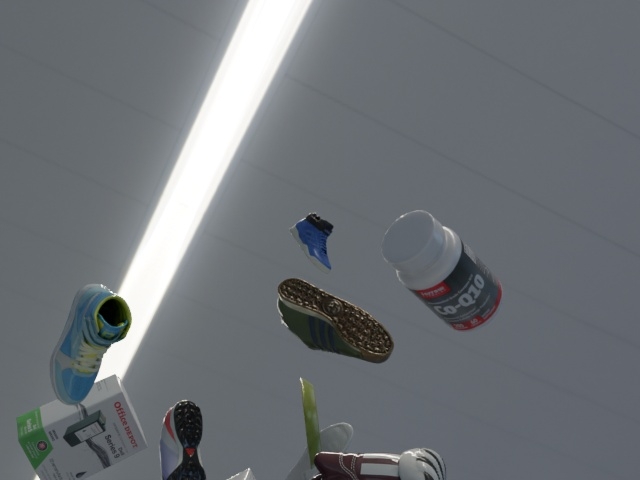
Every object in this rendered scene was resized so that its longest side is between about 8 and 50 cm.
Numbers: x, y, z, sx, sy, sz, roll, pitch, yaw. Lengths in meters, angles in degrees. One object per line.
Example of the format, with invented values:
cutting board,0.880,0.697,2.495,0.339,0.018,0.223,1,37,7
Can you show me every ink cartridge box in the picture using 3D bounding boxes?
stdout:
ink cartridge box,-0.661,0.537,1.879,0.289,0.121,0.211,-24,-65,-18

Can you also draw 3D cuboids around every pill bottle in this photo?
pill bottle,0.270,0.070,1.493,0.161,0.161,0.283,-30,-52,27

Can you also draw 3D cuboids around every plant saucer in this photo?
plant saucer,-0.023,0.490,1.815,0.037,0.240,0.240,-6,-52,-2

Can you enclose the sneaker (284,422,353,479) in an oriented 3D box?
sneaker,0.003,0.700,2.081,0.105,0.295,0.146,31,-21,33

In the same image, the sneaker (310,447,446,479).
sneaker,0.028,0.323,0.628,0.163,0.106,0.281,4,-88,15

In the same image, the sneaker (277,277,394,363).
sneaker,0.017,0.133,0.992,0.192,0.064,0.086,30,-42,18

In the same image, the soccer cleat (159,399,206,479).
soccer cleat,-0.362,0.577,1.721,0.109,0.318,0.116,18,-41,-32

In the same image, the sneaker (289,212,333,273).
sneaker,0.000,0.000,1.505,0.085,0.152,0.058,-41,-38,7

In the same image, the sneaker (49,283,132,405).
sneaker,-0.576,0.270,1.693,0.127,0.318,0.208,15,-8,-38

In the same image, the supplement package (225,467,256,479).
supplement package,-0.203,0.572,1.247,0.204,0.262,0.145,-27,-90,2
